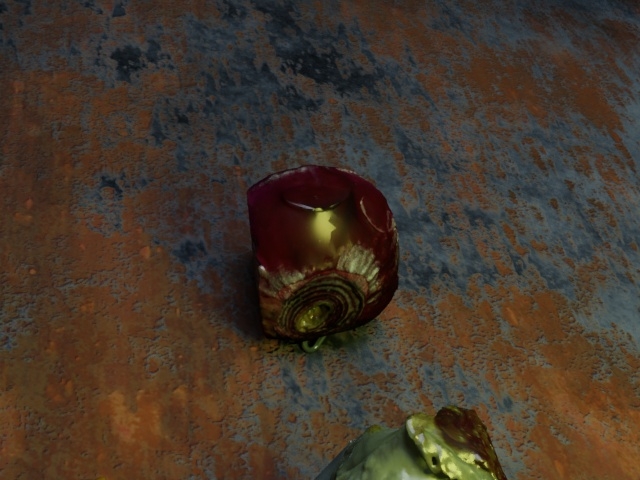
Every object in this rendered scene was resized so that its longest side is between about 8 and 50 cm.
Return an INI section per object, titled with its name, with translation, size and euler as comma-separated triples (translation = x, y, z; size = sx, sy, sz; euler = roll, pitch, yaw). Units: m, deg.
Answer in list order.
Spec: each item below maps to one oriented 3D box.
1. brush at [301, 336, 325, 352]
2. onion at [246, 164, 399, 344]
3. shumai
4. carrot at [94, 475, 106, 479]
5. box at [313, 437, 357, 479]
[brush]
translation = 0.036, 0.072, 1.446
size = 0.062, 0.027, 0.266
euler = 18, 36, 16
[onion]
translation = 0.005, -0.001, 1.355
size = 0.206, 0.206, 0.216
euler = -7, 39, -10
[shumai]
translation = 0.091, 0.233, 0.954
size = 0.184, 0.142, 0.184
euler = 11, 36, -8
[carrot]
translation = -0.253, 0.309, 1.033
size = 0.037, 0.037, 0.190
euler = 20, 33, 3
[box]
translation = 0.073, 0.325, 1.055
size = 0.243, 0.135, 0.163
euler = 33, 41, 19
